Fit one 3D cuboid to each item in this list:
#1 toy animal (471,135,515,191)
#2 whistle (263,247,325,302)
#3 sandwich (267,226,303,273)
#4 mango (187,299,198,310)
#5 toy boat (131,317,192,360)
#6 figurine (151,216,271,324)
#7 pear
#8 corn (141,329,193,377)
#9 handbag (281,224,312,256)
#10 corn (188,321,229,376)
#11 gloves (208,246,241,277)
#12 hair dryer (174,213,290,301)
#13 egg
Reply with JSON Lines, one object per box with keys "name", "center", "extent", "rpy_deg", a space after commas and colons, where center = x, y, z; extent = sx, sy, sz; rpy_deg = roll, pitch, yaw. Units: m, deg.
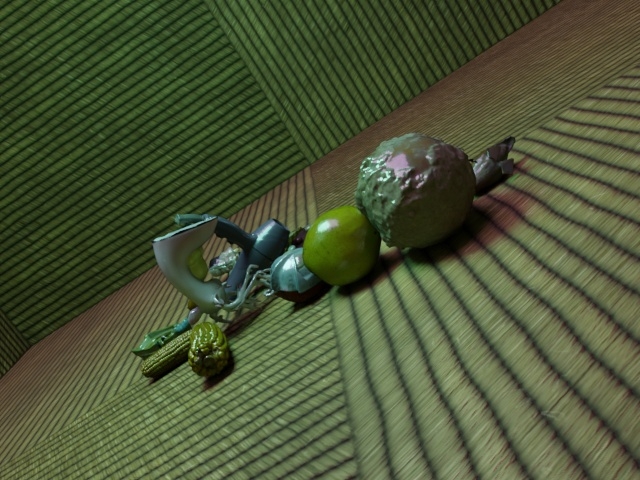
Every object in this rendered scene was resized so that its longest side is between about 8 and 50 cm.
{"name": "toy animal", "center": [0.415, -0.183, 1.700], "extent": [0.188, 0.089, 0.179], "rpy_deg": [-46, 2, -26]}
{"name": "whistle", "center": [-0.003, 0.058, 1.768], "extent": [0.346, 0.133, 0.142], "rpy_deg": [-29, 7, -24]}
{"name": "sandwich", "center": [-0.152, 0.038, 2.289], "extent": [0.186, 0.065, 0.215], "rpy_deg": [-39, 14, -22]}
{"name": "mango", "center": [-0.400, 0.197, 2.289], "extent": [0.127, 0.077, 0.063], "rpy_deg": [-42, 31, 33]}
{"name": "toy boat", "center": [-0.463, 0.308, 2.046], "extent": [0.276, 0.084, 0.111], "rpy_deg": [-25, 18, 45]}
{"name": "figurine", "center": [-0.279, 0.092, 1.879], "extent": [0.206, 0.315, 0.284], "rpy_deg": [-11, 13, 35]}
{"name": "pear", "center": [0.054, 0.015, 1.630], "extent": [0.198, 0.198, 0.198], "rpy_deg": [-32, 13, 8]}
{"name": "corn", "center": [-0.413, 0.317, 1.910], "extent": [0.207, 0.068, 0.068], "rpy_deg": [-32, 13, 0]}
{"name": "handbag", "center": [-0.002, -0.002, 2.055], "extent": [0.216, 0.074, 0.203], "rpy_deg": [-25, 18, 38]}
{"name": "corn", "center": [-0.283, 0.263, 1.726], "extent": [0.102, 0.102, 0.313], "rpy_deg": [-35, 12, -4]}
{"name": "gloves", "center": [-0.334, 0.088, 2.487], "extent": [0.144, 0.094, 0.110], "rpy_deg": [-3, 37, 29]}
{"name": "hair dryer", "center": [-0.290, 0.019, 2.015], "extent": [0.301, 0.361, 0.121], "rpy_deg": [-53, 36, 6]}
{"name": "egg", "center": [0.215, -0.108, 1.523], "extent": [0.279, 0.279, 0.310], "rpy_deg": [-30, -12, 15]}
